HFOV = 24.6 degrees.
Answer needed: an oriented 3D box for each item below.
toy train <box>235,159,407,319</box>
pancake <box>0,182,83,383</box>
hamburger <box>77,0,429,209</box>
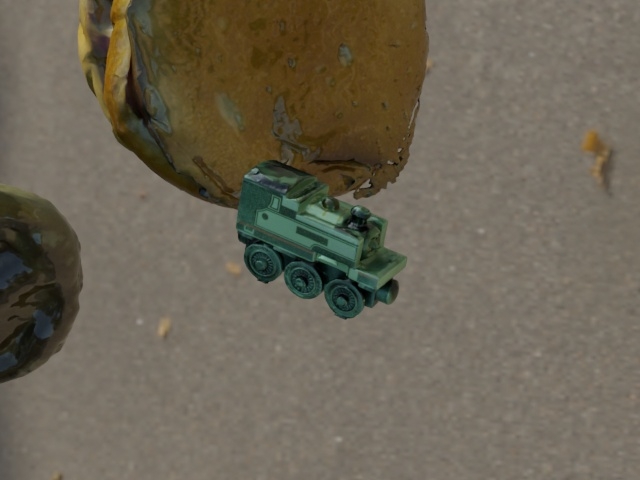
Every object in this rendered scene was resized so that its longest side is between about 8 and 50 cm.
[{"bbox_3d":[0.000,0.000,0.671,0.083,0.033,0.053,22,121,22],"label":"toy train"},{"bbox_3d":[-0.354,0.051,1.342,0.294,0.295,0.049,-49,37,38],"label":"pancake"},{"bbox_3d":[-0.045,-0.139,0.968,0.163,0.244,0.244,11,92,61],"label":"hamburger"}]
